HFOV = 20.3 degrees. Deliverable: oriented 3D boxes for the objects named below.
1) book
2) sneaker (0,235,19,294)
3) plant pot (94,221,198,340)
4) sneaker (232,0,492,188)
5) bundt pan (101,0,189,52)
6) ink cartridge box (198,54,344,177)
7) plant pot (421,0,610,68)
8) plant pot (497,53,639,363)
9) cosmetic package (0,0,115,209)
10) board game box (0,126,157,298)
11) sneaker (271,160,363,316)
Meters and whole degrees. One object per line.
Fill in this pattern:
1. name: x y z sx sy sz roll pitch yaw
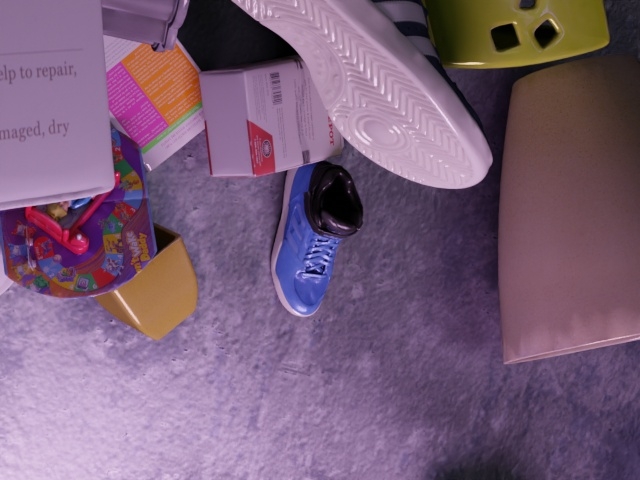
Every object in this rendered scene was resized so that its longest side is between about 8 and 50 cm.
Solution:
1. book: -0.164 -0.147 1.616 0.096 0.035 0.144 -41 112 -15
2. sneaker: -0.334 0.043 1.514 0.191 0.083 0.071 -20 103 -27
3. plant pot: -0.158 0.040 1.613 0.081 0.081 0.083 -40 124 -19
4. sneaker: 0.046 -0.194 1.489 0.350 0.131 0.148 48 53 -31
5. bundt pan: -0.175 -0.318 1.444 0.124 0.331 0.330 3 94 -13
6. ink cartridge box: -0.044 -0.116 1.642 0.135 0.056 0.099 -17 104 -52
7. plant pot: 0.105 -0.260 1.646 0.207 0.228 0.227 -21 107 -19
8. plant pot: 0.279 -0.036 1.766 0.257 0.256 0.274 -8 84 -28
9. cosmetic package: -0.382 -0.211 1.271 0.327 0.329 0.393 -12 101 -49
10. board game box: -0.213 -0.035 1.551 0.133 0.033 0.168 -6 72 -11
11. sneaker: -0.001 0.000 1.688 0.058 0.085 0.152 5 93 -29
